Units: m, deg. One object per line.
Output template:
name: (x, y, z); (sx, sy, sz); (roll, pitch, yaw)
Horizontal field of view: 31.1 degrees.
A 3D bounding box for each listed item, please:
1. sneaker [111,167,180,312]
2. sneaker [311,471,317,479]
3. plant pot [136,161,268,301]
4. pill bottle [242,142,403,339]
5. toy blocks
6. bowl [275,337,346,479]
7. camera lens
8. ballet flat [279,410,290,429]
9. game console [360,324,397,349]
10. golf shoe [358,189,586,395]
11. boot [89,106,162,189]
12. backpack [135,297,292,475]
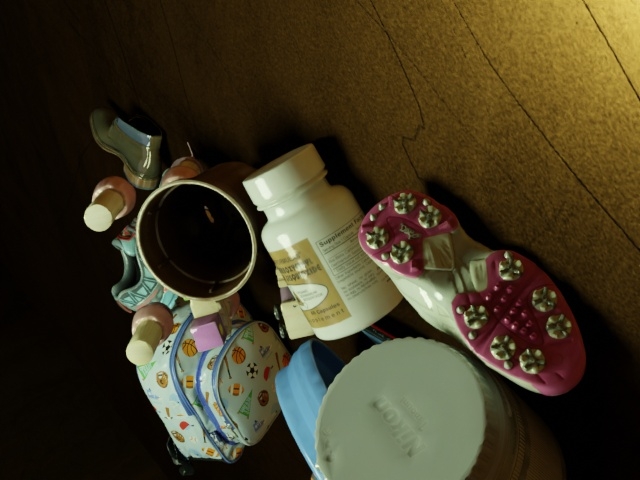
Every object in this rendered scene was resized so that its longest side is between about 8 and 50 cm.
sneaker: (-0.283, -0.003, 1.938); (0.104, 0.125, 0.261); (5, 83, 56)
sneaker: (0.065, 0.466, 1.846); (0.321, 0.180, 0.124); (16, 135, 45)
plant pot: (-0.139, -0.026, 1.547); (0.167, 0.165, 0.167); (6, 112, 15)
pill bottle: (0.000, 0.000, 1.461); (0.229, 0.131, 0.131); (61, 158, -10)
toy blocks: (-0.171, 0.007, 1.795); (0.260, 0.309, 0.288); (-82, -21, -72)
bowl: (0.068, 0.318, 1.614); (0.391, 0.077, 0.391); (55, -175, -7)
camera lens: (0.142, 0.247, 1.294); (0.219, 0.219, 0.274); (39, 177, 38)
ballet flat: (-0.016, 0.329, 2.077); (0.250, 0.058, 0.084); (38, 151, 50)
game console: (0.085, 0.181, 1.585); (0.124, 0.085, 0.144); (45, 169, -37)
golf shoe: (0.173, 0.066, 1.249); (0.306, 0.115, 0.140); (44, 171, 34)
boot: (-0.334, -0.196, 2.016); (0.219, 0.082, 0.106); (48, 136, 32)
backpack: (-0.186, 0.229, 2.003); (0.213, 0.276, 0.263); (-15, 121, 39)
